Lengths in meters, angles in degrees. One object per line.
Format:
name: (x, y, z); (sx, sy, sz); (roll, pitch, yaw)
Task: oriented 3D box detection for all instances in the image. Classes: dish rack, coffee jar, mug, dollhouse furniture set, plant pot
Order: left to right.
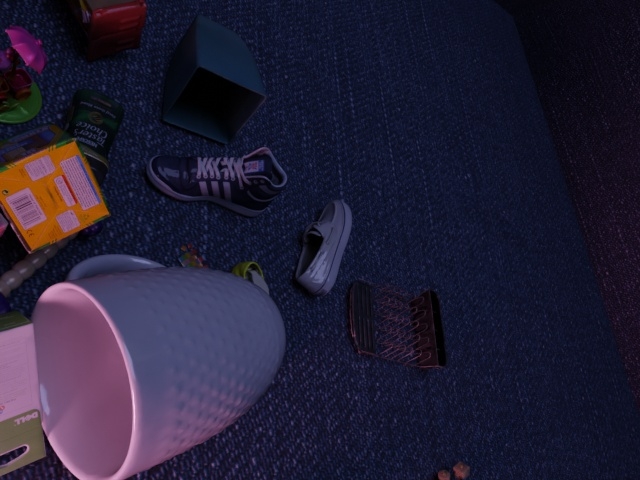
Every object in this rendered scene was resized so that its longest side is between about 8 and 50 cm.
dollhouse furniture set: (-0.544, -0.444, 1.060); (0.374, 0.152, 0.201); (-26, 86, -31)
coffee jar: (-0.425, -0.181, 1.034); (0.096, 0.079, 0.184); (23, 53, -32)
mug: (-0.254, 0.146, 0.895); (0.374, 0.276, 0.328); (41, 28, 28)
plant pot: (-0.243, -0.374, 1.264); (0.165, 0.165, 0.234); (17, 48, -36)
dish rack: (0.187, 0.200, 1.388); (0.271, 0.074, 0.208); (21, 53, -33)

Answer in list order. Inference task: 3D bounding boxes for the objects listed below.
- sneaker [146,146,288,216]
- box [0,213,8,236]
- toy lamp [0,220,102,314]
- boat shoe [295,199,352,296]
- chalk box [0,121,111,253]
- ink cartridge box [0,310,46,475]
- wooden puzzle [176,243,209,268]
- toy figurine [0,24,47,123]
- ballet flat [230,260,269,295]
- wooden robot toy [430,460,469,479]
sneaker: (-0.199, -0.140, 1.165); (0.282, 0.153, 0.099); (16, 56, -36)
box: (-0.592, -0.079, 0.765); (0.300, 0.154, 0.142); (53, 42, -4)
toy lamp: (-0.456, 0.040, 0.878); (0.080, 0.080, 0.275); (45, 41, -14)
boat shoe: (0.000, 0.000, 1.322); (0.088, 0.096, 0.267); (36, 54, -28)
chalk box: (-0.437, -0.094, 0.879); (0.132, 0.213, 0.132); (-31, 125, -24)
ink cartridge box: (-0.445, 0.212, 0.766); (0.109, 0.062, 0.209); (-15, 113, -47)
wooden puzzle: (-0.251, 0.046, 1.117); (0.083, 0.006, 0.049); (56, 42, -2)
toy figurine: (-0.528, -0.284, 0.939); (0.130, 0.159, 0.173); (56, 43, -2)
ballet flat: (-0.119, 0.147, 1.128); (0.077, 0.077, 0.231); (-6, 71, -46)
wooden robot toy: (0.280, 0.580, 1.275); (0.173, 0.076, 0.079); (-39, 130, -48)
